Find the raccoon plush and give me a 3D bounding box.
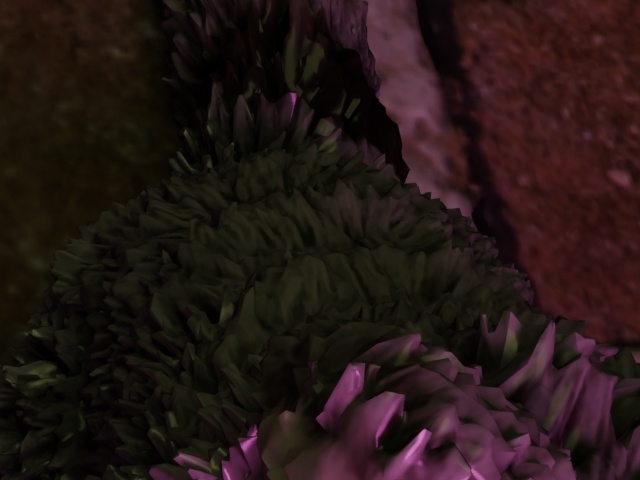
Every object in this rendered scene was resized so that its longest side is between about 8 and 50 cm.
[{"bbox_3d":[0.000,0.000,0.494,0.216,0.299,0.446,-3,61,-24],"label":"raccoon plush"}]
